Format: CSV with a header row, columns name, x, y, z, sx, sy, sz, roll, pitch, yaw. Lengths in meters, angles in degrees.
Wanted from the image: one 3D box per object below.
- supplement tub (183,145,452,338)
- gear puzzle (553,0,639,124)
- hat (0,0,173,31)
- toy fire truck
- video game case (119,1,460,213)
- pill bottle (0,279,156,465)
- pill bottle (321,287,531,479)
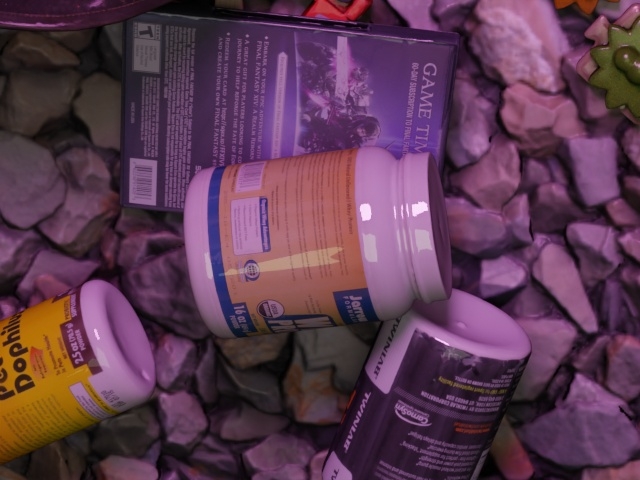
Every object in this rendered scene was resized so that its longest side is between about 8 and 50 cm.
name,x,y,z,sx,sy,sz,roll,pitch,yaw
supplement tub,0.000,0.000,1.538,0.199,0.144,0.144,-7,108,11
gear puzzle,0.317,-0.153,1.550,0.339,0.044,0.175,40,107,-10
hat,-0.202,-0.279,1.474,0.331,0.134,0.331,2,71,-6
toy fire truck,-0.068,-0.210,1.554,0.192,0.047,0.135,38,107,-10
video game case,-0.030,-0.099,1.576,0.274,0.026,0.196,6,125,1
pill bottle,-0.260,0.125,1.643,0.215,0.117,0.117,-24,106,11
pill bottle,0.080,0.171,1.630,0.130,0.130,0.246,20,110,-3
